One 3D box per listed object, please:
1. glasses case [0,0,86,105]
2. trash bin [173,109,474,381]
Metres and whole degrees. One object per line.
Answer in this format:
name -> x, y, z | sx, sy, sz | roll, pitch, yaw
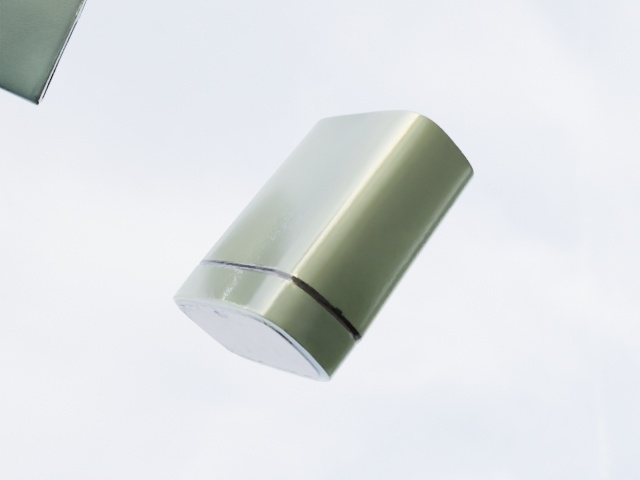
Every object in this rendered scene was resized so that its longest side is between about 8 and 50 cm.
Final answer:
glasses case -> -0.296, -0.181, 0.722 | 0.266, 0.056, 0.105 | 24, -112, -15
trash bin -> 0.000, 0.000, 0.553 | 0.059, 0.116, 0.130 | 47, -111, -26
